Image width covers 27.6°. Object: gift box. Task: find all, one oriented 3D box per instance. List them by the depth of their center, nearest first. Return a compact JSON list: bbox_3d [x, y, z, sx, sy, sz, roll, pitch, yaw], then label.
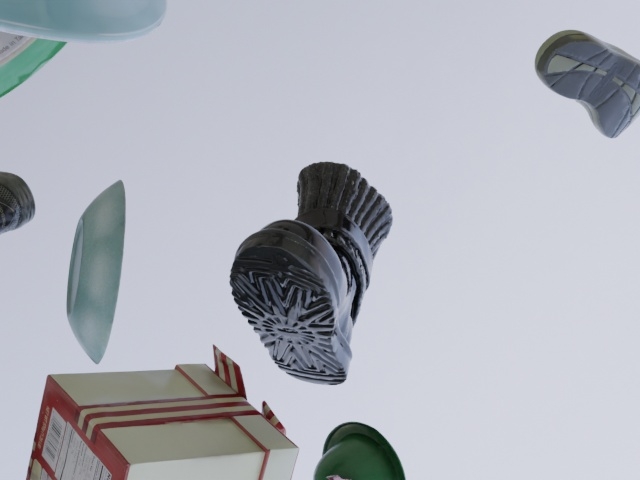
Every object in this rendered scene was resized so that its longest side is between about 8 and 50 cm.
[{"bbox_3d":[-0.191,0.277,1.548,0.276,0.258,0.255,41,-60,47],"label":"gift box"}]

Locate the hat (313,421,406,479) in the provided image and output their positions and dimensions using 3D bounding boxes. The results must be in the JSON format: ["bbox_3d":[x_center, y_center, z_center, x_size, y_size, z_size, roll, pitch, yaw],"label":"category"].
[{"bbox_3d":[0.005,0.357,1.848,0.183,0.208,0.173,-14,-146,-44],"label":"hat"}]

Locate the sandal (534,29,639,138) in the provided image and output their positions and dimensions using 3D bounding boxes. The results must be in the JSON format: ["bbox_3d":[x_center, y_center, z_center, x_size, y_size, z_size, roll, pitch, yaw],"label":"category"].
[{"bbox_3d":[0.402,-0.245,1.912,0.120,0.303,0.086,-48,-130,13],"label":"sandal"}]

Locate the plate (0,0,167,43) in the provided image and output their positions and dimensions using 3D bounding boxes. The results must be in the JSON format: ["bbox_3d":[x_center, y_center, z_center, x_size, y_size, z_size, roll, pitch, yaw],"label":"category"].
[{"bbox_3d":[-0.131,-0.120,0.415,0.024,0.188,0.188,-61,-155,22],"label":"plate"}]

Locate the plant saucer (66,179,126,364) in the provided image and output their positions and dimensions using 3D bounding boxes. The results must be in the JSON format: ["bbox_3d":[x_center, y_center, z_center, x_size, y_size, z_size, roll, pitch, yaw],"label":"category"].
[{"bbox_3d":[-0.238,0.030,1.356,0.195,0.037,0.195,-172,-90,-74],"label":"plant saucer"}]

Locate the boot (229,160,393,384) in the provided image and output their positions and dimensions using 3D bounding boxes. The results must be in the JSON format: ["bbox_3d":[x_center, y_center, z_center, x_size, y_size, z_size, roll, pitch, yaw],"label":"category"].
[{"bbox_3d":[-0.004,0.000,1.627,0.131,0.348,0.260,12,-117,12],"label":"boot"}]

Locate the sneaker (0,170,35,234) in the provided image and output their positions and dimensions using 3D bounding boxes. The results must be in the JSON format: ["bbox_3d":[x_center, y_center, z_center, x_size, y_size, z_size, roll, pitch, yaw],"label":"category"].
[{"bbox_3d":[-0.457,-0.035,1.517,0.227,0.087,0.130,9,-153,30],"label":"sneaker"}]

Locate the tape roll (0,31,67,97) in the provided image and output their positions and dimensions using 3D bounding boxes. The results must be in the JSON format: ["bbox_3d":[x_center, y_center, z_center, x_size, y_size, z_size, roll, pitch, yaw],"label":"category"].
[{"bbox_3d":[-0.281,-0.231,1.005,0.321,0.321,0.077,-45,-108,-8],"label":"tape roll"}]
